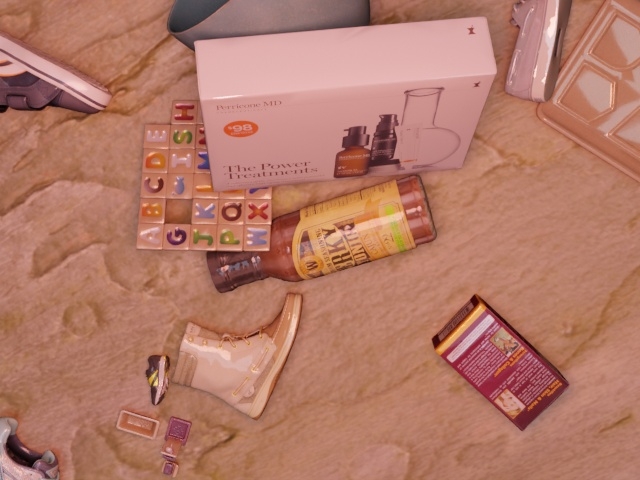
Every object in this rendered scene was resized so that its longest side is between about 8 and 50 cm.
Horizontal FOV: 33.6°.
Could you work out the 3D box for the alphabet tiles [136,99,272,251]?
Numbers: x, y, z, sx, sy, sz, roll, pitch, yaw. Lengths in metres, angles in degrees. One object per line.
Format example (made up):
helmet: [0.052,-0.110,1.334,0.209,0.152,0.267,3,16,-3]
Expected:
alphabet tiles: [-0.169,-0.099,1.586,0.198,0.009,0.237,1,74,3]

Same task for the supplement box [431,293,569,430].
supplement box: [0.275,0.186,1.632,0.188,0.081,0.104,43,98,-5]

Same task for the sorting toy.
sorting toy: [0.505,-0.203,1.585,0.307,0.041,0.229,31,95,-3]

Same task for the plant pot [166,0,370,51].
plant pot: [-0.044,-0.333,1.477,0.290,0.290,0.195,-45,116,8]

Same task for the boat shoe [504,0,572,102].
boat shoe: [0.313,-0.317,1.548,0.081,0.079,0.227,11,93,25]

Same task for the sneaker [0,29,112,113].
sneaker: [-0.466,-0.239,1.567,0.321,0.126,0.127,27,95,8]

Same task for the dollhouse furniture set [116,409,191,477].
dollhouse furniture set: [-0.274,0.324,1.672,0.114,0.081,0.091,18,99,-1]

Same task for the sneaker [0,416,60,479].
sneaker: [-0.456,0.404,1.680,0.122,0.110,0.283,-37,96,4]

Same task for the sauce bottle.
sauce bottle: [0.000,0.000,1.597,0.344,0.111,0.111,-18,98,8]

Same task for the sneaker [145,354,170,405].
sneaker: [-0.261,0.220,1.685,0.035,0.031,0.083,11,96,14]

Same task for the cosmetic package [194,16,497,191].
cosmetic package: [0.027,-0.179,1.455,0.377,0.284,0.097,-6,67,-4]

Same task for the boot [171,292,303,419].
boot: [-0.129,0.155,1.644,0.165,0.077,0.213,23,102,0]
